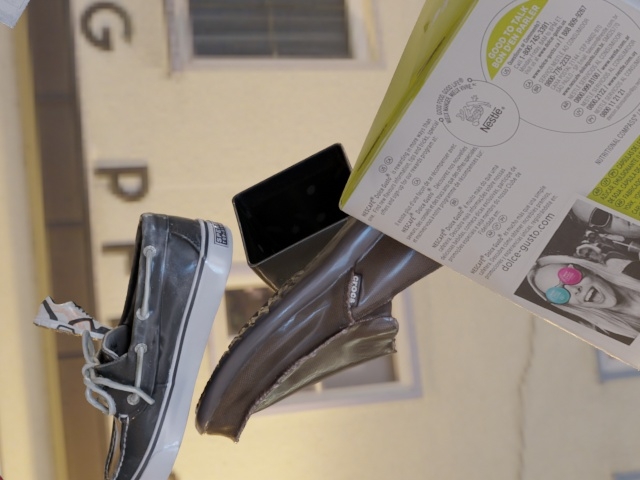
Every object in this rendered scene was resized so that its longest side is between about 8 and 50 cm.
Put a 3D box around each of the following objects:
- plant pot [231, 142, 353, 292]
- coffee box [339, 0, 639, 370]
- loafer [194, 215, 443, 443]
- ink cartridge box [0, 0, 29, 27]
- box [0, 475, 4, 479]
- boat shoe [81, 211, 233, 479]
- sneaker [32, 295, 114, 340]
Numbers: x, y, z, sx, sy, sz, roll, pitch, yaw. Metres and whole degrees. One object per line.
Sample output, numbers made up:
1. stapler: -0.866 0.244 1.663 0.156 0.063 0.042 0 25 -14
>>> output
1. plant pot: 0.000 0.000 2.020 0.167 0.188 0.187 57 8 -36
2. coffee box: 0.264 -0.160 1.224 0.338 0.334 0.337 -57 -173 47
3. loafer: 0.021 0.079 1.364 0.130 0.366 0.134 44 4 -2
4. ink cartridge box: -0.414 -0.344 1.689 0.045 0.145 0.179 -43 -158 48
5. box: -0.436 0.330 1.442 0.257 0.122 0.128 -18 -65 30
6. boat shoe: -0.174 0.119 1.301 0.113 0.105 0.306 -119 -136 -59
7. sneaker: -0.309 0.101 1.740 0.040 0.109 0.043 137 -31 -76
